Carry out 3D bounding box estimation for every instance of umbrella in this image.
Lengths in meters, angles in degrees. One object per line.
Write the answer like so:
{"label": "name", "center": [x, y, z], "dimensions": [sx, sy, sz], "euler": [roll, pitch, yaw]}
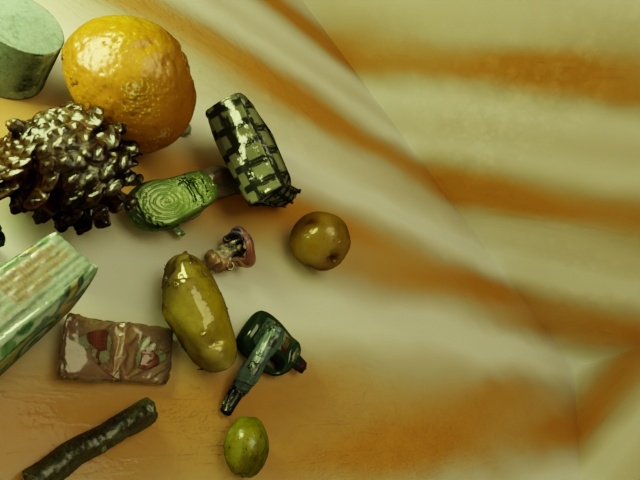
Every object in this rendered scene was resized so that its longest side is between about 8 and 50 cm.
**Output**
{"label": "umbrella", "center": [-0.170, 0.324, 1.143], "dimensions": [0.251, 0.052, 0.053], "euler": [-58, 146, -27]}

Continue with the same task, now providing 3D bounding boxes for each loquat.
{"label": "loquat", "center": [0.000, 0.000, 1.533], "dimensions": [0.208, 0.208, 0.208], "euler": [29, 43, -32]}

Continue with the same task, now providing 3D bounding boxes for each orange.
{"label": "orange", "center": [-0.473, -0.402, 1.167], "dimensions": [0.341, 0.293, 0.341], "euler": [61, -7, 12]}

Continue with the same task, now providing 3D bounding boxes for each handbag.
{"label": "handbag", "center": [-0.199, -0.264, 1.462], "dimensions": [0.326, 0.162, 0.327], "euler": [64, 6, 5]}

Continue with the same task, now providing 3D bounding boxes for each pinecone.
{"label": "pinecone", "center": [-0.539, -0.153, 0.985], "dimensions": [0.296, 0.242, 0.299], "euler": [39, 60, -26]}

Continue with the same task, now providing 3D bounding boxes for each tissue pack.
{"label": "tissue pack", "center": [-0.549, 0.149, 0.753], "dimensions": [0.128, 0.228, 0.311], "euler": [45, 36, -13]}

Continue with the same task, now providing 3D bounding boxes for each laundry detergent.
{"label": "laundry detergent", "center": [-0.124, 0.307, 1.252], "dimensions": [0.222, 0.078, 0.144], "euler": [47, 46, -17]}

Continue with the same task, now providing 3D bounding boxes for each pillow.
{"label": "pillow", "center": [-0.431, 0.239, 0.972], "dimensions": [0.248, 0.049, 0.135], "euler": [21, 49, -44]}

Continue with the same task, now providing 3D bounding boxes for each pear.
{"label": "pear", "center": [-0.170, 0.474, 1.041], "dimensions": [0.107, 0.107, 0.132], "euler": [28, 40, -33]}

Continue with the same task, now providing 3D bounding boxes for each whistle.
{"label": "whistle", "center": [-0.771, -0.444, 1.009], "dimensions": [0.404, 0.168, 0.188], "euler": [-25, 83, -54]}

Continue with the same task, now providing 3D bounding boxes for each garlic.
{"label": "garlic", "center": [-0.323, -0.180, 1.396], "dimensions": [0.195, 0.086, 0.102], "euler": [-18, 90, -56]}

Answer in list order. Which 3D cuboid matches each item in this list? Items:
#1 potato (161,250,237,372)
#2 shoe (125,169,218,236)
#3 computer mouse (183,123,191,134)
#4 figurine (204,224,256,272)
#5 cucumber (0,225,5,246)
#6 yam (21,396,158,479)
{"label": "potato", "center": [-0.295, 0.173, 1.084], "dimensions": [0.173, 0.140, 0.301], "euler": [77, -9, -85]}
{"label": "shoe", "center": [-0.390, -0.093, 1.211], "dimensions": [0.140, 0.128, 0.262], "euler": [50, 50, 6]}
{"label": "computer mouse", "center": [-0.454, -0.378, 1.441], "dimensions": [0.110, 0.032, 0.056], "euler": [54, 35, -19]}
{"label": "figurine", "center": [-0.257, 0.043, 1.292], "dimensions": [0.126, 0.114, 0.157], "euler": [33, 63, 20]}
{"label": "cucumber", "center": [-0.710, 0.012, 0.808], "dimensions": [0.241, 0.074, 0.075], "euler": [-26, 84, -53]}
{"label": "yam", "center": [-0.428, 0.383, 0.856], "dimensions": [0.252, 0.061, 0.061], "euler": [-23, 81, -53]}
